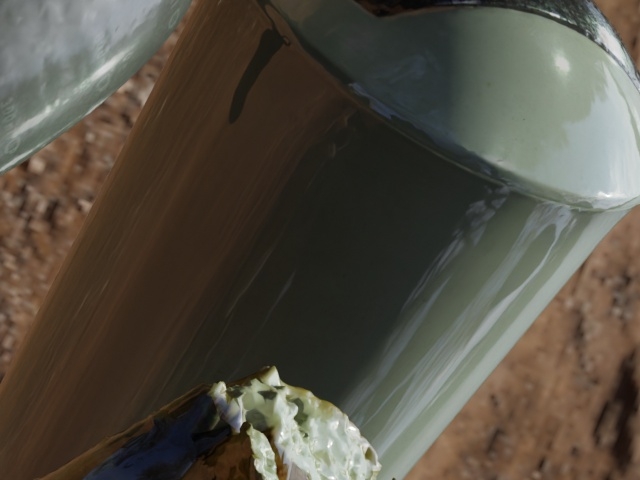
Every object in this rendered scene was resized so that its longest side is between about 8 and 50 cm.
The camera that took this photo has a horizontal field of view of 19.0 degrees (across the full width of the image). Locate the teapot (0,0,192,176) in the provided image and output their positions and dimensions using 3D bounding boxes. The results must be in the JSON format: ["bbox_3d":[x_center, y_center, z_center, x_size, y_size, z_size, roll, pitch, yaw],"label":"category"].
[{"bbox_3d":[-0.112,-0.135,0.849,0.285,0.223,0.305,-28,141,-20],"label":"teapot"}]

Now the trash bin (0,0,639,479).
[{"bbox_3d":[0.000,0.000,1.136,0.280,0.280,0.432,3,129,-46],"label":"trash bin"}]

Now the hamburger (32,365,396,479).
[{"bbox_3d":[-0.043,0.210,0.818,0.308,0.211,0.132,61,16,-21],"label":"hamburger"}]
